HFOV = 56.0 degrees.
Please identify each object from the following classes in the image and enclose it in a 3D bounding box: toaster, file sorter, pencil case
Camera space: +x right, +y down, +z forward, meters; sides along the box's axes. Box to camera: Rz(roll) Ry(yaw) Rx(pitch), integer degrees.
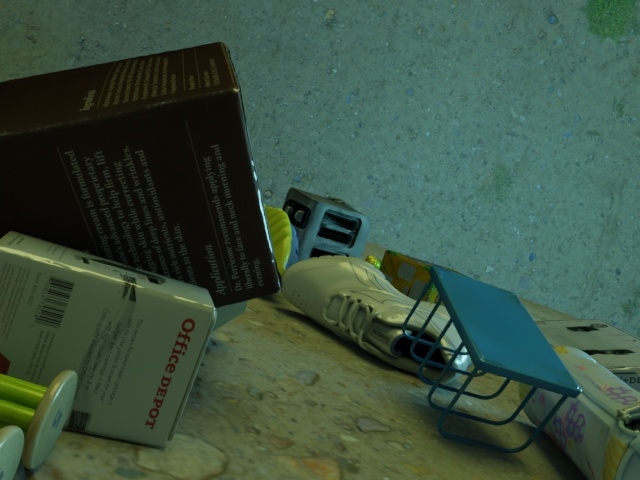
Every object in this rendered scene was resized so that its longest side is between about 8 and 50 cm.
[{"bbox_3d":[0.000,0.000,1.237,0.185,0.168,0.110,16,10,-34],"label":"toaster"},{"bbox_3d":[0.172,0.128,0.658,0.118,0.105,0.170,18,25,-16],"label":"file sorter"},{"bbox_3d":[0.302,0.198,0.636,0.124,0.113,0.273,43,4,-2],"label":"pencil case"}]

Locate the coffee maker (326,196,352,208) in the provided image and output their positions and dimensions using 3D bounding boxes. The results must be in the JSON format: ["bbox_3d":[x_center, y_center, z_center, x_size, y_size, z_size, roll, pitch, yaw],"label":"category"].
[{"bbox_3d":[-0.004,-0.013,1.541,0.120,0.172,0.178,-2,12,38],"label":"coffee maker"}]

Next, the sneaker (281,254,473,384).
[{"bbox_3d":[0.074,0.102,0.827,0.296,0.111,0.129,21,11,15],"label":"sneaker"}]

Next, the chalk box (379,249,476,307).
[{"bbox_3d":[0.203,0.115,1.019,0.212,0.133,0.132,16,7,-33],"label":"chalk box"}]

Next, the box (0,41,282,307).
[{"bbox_3d":[-0.151,-0.045,0.484,0.203,0.169,0.167,-12,31,-6],"label":"box"}]

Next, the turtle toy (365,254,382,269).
[{"bbox_3d":[0.150,0.082,1.494,0.095,0.066,0.130,20,5,-2],"label":"turtle toy"}]

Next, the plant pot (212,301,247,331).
[{"bbox_3d":[-0.132,0.037,0.603,0.109,0.096,0.109,-31,39,-32],"label":"plant pot"}]

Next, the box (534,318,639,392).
[{"bbox_3d":[0.444,0.205,0.982,0.169,0.087,0.290,-2,5,-1],"label":"box"}]

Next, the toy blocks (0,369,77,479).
[{"bbox_3d":[-0.207,0.076,0.280,0.148,0.054,0.123,20,6,-5],"label":"toy blocks"}]

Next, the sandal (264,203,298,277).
[{"bbox_3d":[-0.097,0.012,1.041,0.138,0.126,0.317,60,-1,-27],"label":"sandal"}]

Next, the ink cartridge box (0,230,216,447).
[{"bbox_3d":[-0.148,0.063,0.385,0.135,0.099,0.056,20,4,-19],"label":"ink cartridge box"}]
